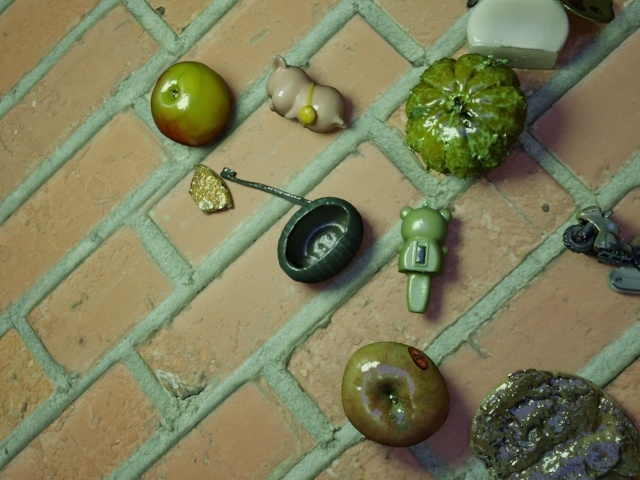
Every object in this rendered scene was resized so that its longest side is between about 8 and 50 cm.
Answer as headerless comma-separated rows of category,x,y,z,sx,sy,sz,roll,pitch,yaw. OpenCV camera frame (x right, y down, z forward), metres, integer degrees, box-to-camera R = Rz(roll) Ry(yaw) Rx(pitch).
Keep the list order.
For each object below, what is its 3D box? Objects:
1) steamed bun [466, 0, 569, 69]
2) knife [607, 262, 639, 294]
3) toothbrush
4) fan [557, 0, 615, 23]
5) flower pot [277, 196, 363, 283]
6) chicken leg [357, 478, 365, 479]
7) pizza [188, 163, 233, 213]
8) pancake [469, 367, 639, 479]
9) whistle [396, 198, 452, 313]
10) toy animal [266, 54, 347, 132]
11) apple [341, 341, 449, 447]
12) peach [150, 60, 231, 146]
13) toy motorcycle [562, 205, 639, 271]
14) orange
steamed bun,0.493,-0.534,1.562,0.241,0.146,0.164,10,88,14
knife,0.809,0.095,1.447,0.265,0.040,0.073,5,70,14
toothbrush,-0.143,-0.142,1.709,0.297,0.030,0.031,21,77,16
fan,0.594,-0.609,1.518,0.335,0.011,0.230,0,54,-24
flower pot,0.000,0.000,1.588,0.243,0.157,0.189,-44,73,4
chicken leg,0.120,0.679,1.508,0.085,0.069,0.198,-24,83,-16
pizza,-0.310,-0.137,1.742,0.099,0.036,0.160,-39,75,4
pancake,0.528,0.480,1.436,0.382,0.071,0.382,-2,82,13
whistle,0.252,0.037,1.550,0.131,0.106,0.289,5,81,11
toy animal,-0.037,-0.369,1.656,0.248,0.165,0.149,39,86,9
apple,0.173,0.361,1.473,0.260,0.194,0.261,-1,84,12
peach,-0.350,-0.370,1.697,0.231,0.231,0.231,-2,81,13
toy motorcycle,0.687,-0.008,1.457,0.229,0.094,0.130,17,64,5
orange,0.357,-0.295,1.520,0.300,0.223,0.301,-2,80,28
